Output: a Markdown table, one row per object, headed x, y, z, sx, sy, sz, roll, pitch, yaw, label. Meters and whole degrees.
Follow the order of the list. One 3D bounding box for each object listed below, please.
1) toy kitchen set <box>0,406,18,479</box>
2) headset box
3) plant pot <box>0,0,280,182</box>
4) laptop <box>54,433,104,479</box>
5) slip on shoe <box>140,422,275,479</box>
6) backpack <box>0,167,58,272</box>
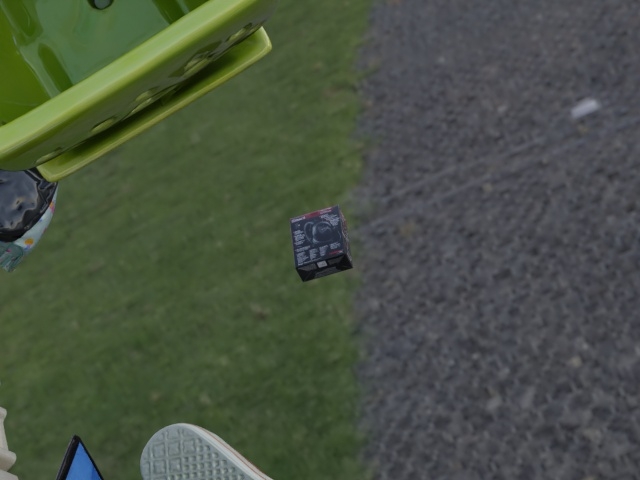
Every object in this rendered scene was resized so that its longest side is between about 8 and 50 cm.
| x | y | z | sx | sy | sz | roll | pitch | yaw | label |
| --- | --- | --- | --- | --- | --- | --- | --- | --- | --- |
| -0.290 | 0.220 | 1.265 | 0.122 | 0.166 | 0.207 | -44 | 40 | 15 | toy kitchen set |
| 0.000 | 0.000 | 1.602 | 0.062 | 0.032 | 0.083 | -17 | 48 | 9 | headset box |
| -0.168 | -0.181 | 0.960 | 0.228 | 0.227 | 0.207 | -32 | -8 | -2 | plant pot |
| -0.164 | 0.352 | 1.406 | 0.264 | 0.136 | 0.234 | 18 | 34 | -4 | laptop |
| -0.048 | 0.313 | 1.435 | 0.123 | 0.331 | 0.101 | -51 | -23 | -2 | slip on shoe |
| -0.371 | -0.035 | 1.609 | 0.152 | 0.115 | 0.182 | -61 | 13 | -28 | backpack |
